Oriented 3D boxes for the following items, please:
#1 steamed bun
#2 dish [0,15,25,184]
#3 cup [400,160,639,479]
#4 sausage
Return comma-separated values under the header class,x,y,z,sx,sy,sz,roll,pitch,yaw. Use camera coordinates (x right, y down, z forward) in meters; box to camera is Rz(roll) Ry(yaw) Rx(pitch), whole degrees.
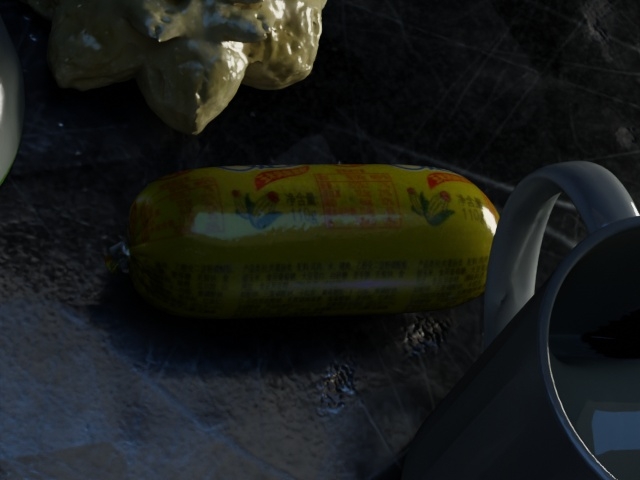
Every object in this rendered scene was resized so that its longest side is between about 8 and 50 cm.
class,x,y,z,sx,sy,sz,roll,pitch,yaw
steamed bun,-0.120,-0.236,1.569,0.295,0.137,0.292,9,62,-15
dish,-0.386,-0.146,1.439,0.324,0.124,0.324,7,61,-13
cup,0.193,0.121,1.355,0.237,0.327,0.323,-11,67,-21
sausage,0.000,0.000,1.480,0.347,0.123,0.123,-2,63,-18
